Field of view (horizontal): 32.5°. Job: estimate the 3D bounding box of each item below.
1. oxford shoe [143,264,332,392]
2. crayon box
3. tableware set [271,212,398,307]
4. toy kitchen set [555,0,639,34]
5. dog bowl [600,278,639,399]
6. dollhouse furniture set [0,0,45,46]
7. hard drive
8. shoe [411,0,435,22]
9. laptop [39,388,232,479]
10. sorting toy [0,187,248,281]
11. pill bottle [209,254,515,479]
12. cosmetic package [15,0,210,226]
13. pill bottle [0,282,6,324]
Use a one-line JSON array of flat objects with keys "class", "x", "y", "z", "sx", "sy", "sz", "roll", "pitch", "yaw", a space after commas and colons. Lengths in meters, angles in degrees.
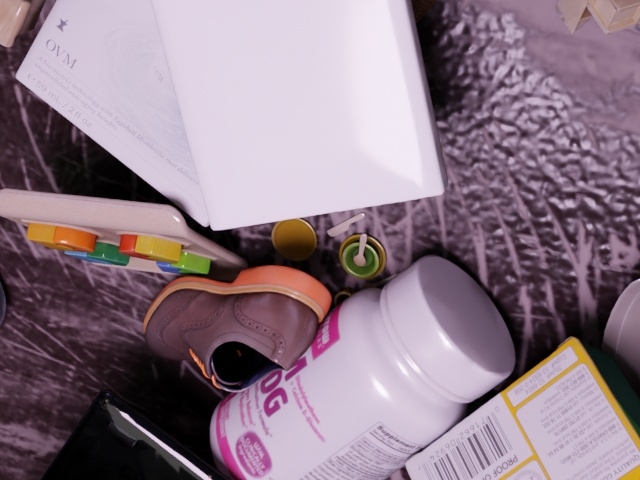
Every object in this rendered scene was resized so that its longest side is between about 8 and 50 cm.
[{"class": "oxford shoe", "x": -0.105, "y": 0.095, "z": 1.077, "sx": 0.097, "sy": 0.098, "sz": 0.271, "roll": 36, "pitch": 149, "yaw": -25}, {"class": "crayon box", "x": 0.224, "y": 0.270, "z": 0.904, "sx": 0.203, "sy": 0.083, "sz": 0.323, "roll": -41, "pitch": 50, "yaw": 21}, {"class": "tableware set", "x": 0.000, "y": 0.000, "z": 1.090, "sx": 0.104, "sy": 0.024, "sz": 0.154, "roll": -26, "pitch": 102, "yaw": 26}, {"class": "toy kitchen set", "x": 0.247, "y": -0.212, "z": 0.924, "sx": 0.068, "sy": 0.075, "sz": 0.083, "roll": 103, "pitch": 144, "yaw": -61}, {"class": "dog bowl", "x": 0.365, "y": 0.175, "z": 0.887, "sx": 0.102, "sy": 0.349, "sz": 0.349, "roll": -14, "pitch": 111, "yaw": -17}, {"class": "dollhouse furniture set", "x": -0.349, "y": -0.390, "z": 0.962, "sx": 0.303, "sy": 0.174, "sz": 0.356, "roll": 34, "pitch": 118, "yaw": 2}, {"class": "hard drive", "x": -0.028, "y": -0.171, "z": 0.870, "sx": 0.203, "sy": 0.040, "sz": 0.308, "roll": -9, "pitch": 106, "yaw": 17}, {"class": "shoe", "x": 0.087, "y": -0.278, "z": 0.913, "sx": 0.058, "sy": 0.076, "sz": 0.219, "roll": 37, "pitch": 135, "yaw": 23}, {"class": "laptop", "x": -0.137, "y": 0.372, "z": 1.193, "sx": 0.382, "sy": 0.236, "sz": 0.408, "roll": 36, "pitch": 111, "yaw": 1}, {"class": "sorting toy", "x": -0.188, "y": 0.005, "z": 1.069, "sx": 0.192, "sy": 0.208, "sz": 0.038, "roll": 6, "pitch": 76, "yaw": 16}, {"class": "pill bottle", "x": 0.038, "y": 0.147, "z": 1.060, "sx": 0.283, "sy": 0.160, "sz": 0.160, "roll": -41, "pitch": 95, "yaw": 27}, {"class": "cosmetic package", "x": -0.111, "y": -0.178, "z": 0.991, "sx": 0.224, "sy": 0.138, "sz": 0.225, "roll": 38, "pitch": 116, "yaw": 1}, {"class": "pill bottle", "x": -0.462, "y": 0.093, "z": 1.223, "sx": 0.219, "sy": 0.123, "sz": 0.123, "roll": -22, "pitch": 103, "yaw": 25}]
